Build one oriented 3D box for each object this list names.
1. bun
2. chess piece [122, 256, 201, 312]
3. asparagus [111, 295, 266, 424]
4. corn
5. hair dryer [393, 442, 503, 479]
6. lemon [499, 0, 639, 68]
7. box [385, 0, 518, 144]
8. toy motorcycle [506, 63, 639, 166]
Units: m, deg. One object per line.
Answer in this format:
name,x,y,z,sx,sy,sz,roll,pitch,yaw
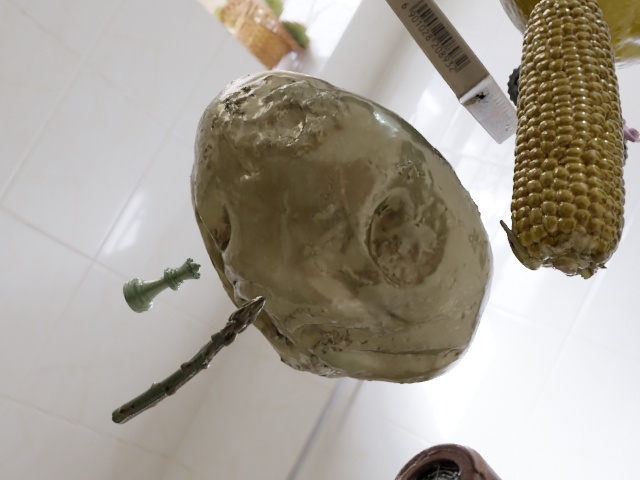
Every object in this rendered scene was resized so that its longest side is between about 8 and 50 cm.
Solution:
bun,0.000,0.000,0.938,0.362,0.234,0.326,47,-19,-15
chess piece,-0.176,0.047,1.030,0.042,0.093,0.042,59,13,-24
asparagus,-0.080,0.075,0.530,0.163,0.016,0.016,-40,-102,39
corn,0.206,-0.092,0.755,0.091,0.260,0.091,-16,-32,43
hair dryer,0.080,0.384,0.989,0.210,0.352,0.125,50,15,-24
lemon,0.376,-0.393,1.172,0.348,0.347,0.348,27,-10,5
box,0.123,-0.297,1.158,0.365,0.051,0.205,58,15,22
toy motorcycle,0.534,-0.286,1.880,0.143,0.188,0.327,-5,47,-47
